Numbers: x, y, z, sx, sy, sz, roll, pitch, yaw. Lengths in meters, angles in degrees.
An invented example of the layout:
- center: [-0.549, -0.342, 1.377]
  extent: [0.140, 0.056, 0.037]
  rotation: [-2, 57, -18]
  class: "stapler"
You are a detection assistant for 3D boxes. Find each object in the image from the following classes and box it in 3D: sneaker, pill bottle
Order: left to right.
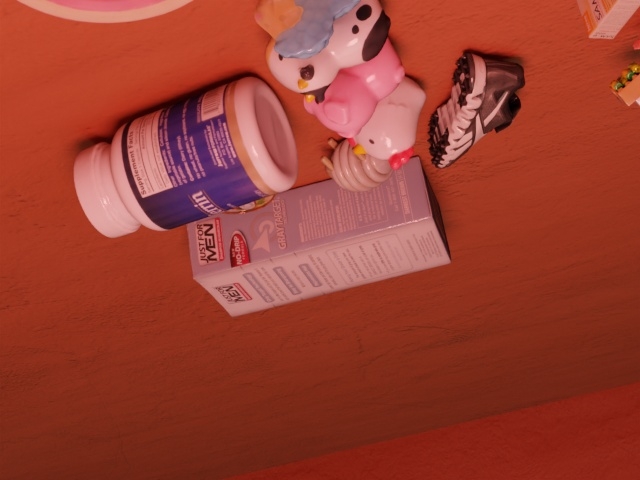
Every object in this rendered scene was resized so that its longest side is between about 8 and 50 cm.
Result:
- center: [-0.175, -0.100, 1.460]
  extent: [0.265, 0.153, 0.153]
  rotation: [-18, 153, 18]
  class: "pill bottle"
- center: [0.215, -0.168, 1.537]
  extent: [0.106, 0.078, 0.234]
  rotation: [-1, 151, -12]
  class: "sneaker"

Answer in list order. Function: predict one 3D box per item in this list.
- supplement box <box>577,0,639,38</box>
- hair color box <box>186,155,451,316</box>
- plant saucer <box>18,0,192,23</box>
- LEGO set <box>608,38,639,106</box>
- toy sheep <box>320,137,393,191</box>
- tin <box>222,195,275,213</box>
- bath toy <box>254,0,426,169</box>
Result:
- center: [0.348, -0.293, 1.342]
  extent: [0.036, 0.062, 0.098]
  rotation: [-1, 152, -18]
  class: "supplement box"
- center: [0.000, 0.000, 1.770]
  extent: [0.375, 0.113, 0.185]
  rotation: [-15, 153, 10]
  class: "hair color box"
- center: [-0.207, -0.317, 1.085]
  extent: [0.332, 0.084, 0.332]
  rotation: [-8, 154, -4]
  class: "plant saucer"
- center: [0.474, -0.272, 1.372]
  extent: [0.287, 0.132, 0.107]
  rotation: [-16, 145, 28]
  class: "LEGO set"
- center: [0.058, -0.111, 1.594]
  extent: [0.091, 0.091, 0.132]
  rotation: [17, 162, -43]
  class: "toy sheep"
- center: [-0.130, -0.093, 1.624]
  extent: [0.106, 0.040, 0.189]
  rotation: [-11, 155, 12]
  class: "tin"
- center: [0.037, -0.192, 1.372]
  extent: [0.151, 0.129, 0.348]
  rotation: [-17, 154, 15]
  class: "bath toy"
